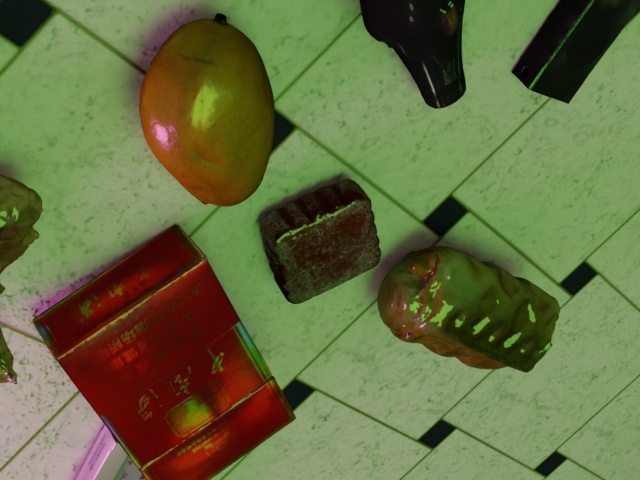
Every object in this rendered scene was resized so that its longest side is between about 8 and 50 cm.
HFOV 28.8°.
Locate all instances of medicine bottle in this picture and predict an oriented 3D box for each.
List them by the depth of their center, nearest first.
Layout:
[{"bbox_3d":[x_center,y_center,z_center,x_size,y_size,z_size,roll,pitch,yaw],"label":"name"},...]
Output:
[{"bbox_3d":[-0.245,0.323,1.648,0.171,0.052,0.201,11,120,-39],"label":"medicine bottle"}]

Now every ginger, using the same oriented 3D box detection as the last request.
[{"bbox_3d":[-0.354,0.014,1.255,0.148,0.081,0.333,-10,133,-20],"label":"ginger"}]

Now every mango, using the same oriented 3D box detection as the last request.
[{"bbox_3d":[-0.113,-0.120,1.274,0.147,0.109,0.227,-43,145,-29],"label":"mango"}]

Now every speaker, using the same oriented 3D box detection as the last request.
[{"bbox_3d":[0.320,-0.268,1.470,0.082,0.044,0.218,13,121,-41],"label":"speaker"}]

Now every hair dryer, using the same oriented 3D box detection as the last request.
[{"bbox_3d":[0.195,-0.316,1.321,0.359,0.120,0.303,-44,148,-4],"label":"hair dryer"}]

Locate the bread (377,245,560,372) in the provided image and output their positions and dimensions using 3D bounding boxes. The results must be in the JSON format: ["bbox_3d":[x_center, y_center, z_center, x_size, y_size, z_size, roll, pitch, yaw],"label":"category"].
[{"bbox_3d":[0.191,0.091,1.662,0.268,0.130,0.152,23,118,-43],"label":"bread"}]

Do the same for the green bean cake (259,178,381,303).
[{"bbox_3d":[0.000,0.000,1.500,0.135,0.056,0.135,-27,139,-12],"label":"green bean cake"}]

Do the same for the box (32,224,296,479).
[{"bbox_3d":[-0.174,0.156,1.471,0.197,0.089,0.313,-35,134,-11],"label":"box"}]
